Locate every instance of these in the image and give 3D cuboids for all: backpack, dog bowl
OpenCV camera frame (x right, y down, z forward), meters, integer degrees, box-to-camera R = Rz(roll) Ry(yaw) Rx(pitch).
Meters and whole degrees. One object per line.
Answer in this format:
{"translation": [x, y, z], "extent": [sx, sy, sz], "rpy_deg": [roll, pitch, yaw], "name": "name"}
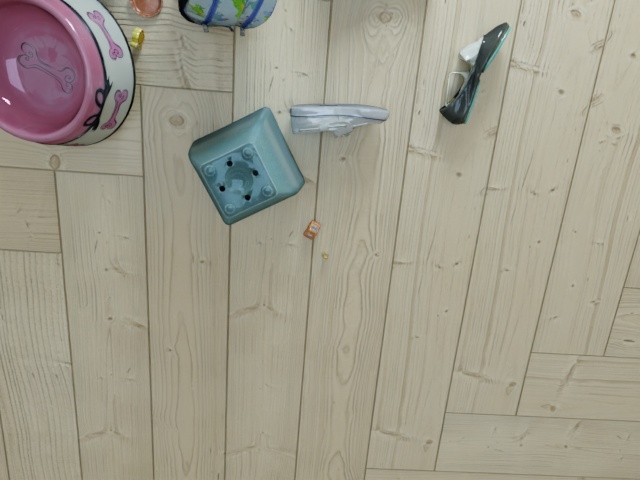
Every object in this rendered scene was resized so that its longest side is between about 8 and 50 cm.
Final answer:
{"translation": [-0.209, -0.608, 1.100], "extent": [0.273, 0.356, 0.290], "rpy_deg": [22, 105, -10], "name": "backpack"}
{"translation": [-0.679, -0.422, 1.215], "extent": [0.407, 0.150, 0.409], "rpy_deg": [3, 112, 8], "name": "dog bowl"}

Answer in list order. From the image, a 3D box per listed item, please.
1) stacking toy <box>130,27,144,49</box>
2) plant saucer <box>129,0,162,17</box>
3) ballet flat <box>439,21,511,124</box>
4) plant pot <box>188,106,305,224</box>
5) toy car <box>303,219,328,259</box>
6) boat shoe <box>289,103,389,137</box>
{"translation": [-0.570, -0.469, 1.292], "extent": [0.166, 0.052, 0.221], "rpy_deg": [19, 107, -8], "name": "stacking toy"}
{"translation": [-0.447, -0.617, 1.267], "extent": [0.083, 0.013, 0.084], "rpy_deg": [-1, 109, -2], "name": "plant saucer"}
{"translation": [0.399, -0.450, 1.313], "extent": [0.096, 0.095, 0.281], "rpy_deg": [23, 106, 3], "name": "ballet flat"}
{"translation": [-0.199, -0.182, 1.294], "extent": [0.247, 0.252, 0.247], "rpy_deg": [-24, 107, 6], "name": "plant pot"}
{"translation": [0.000, 0.000, 1.471], "extent": [0.060, 0.040, 0.122], "rpy_deg": [-40, 105, 10], "name": "toy car"}
{"translation": [0.050, -0.321, 1.341], "extent": [0.267, 0.096, 0.088], "rpy_deg": [0, 112, -1], "name": "boat shoe"}
